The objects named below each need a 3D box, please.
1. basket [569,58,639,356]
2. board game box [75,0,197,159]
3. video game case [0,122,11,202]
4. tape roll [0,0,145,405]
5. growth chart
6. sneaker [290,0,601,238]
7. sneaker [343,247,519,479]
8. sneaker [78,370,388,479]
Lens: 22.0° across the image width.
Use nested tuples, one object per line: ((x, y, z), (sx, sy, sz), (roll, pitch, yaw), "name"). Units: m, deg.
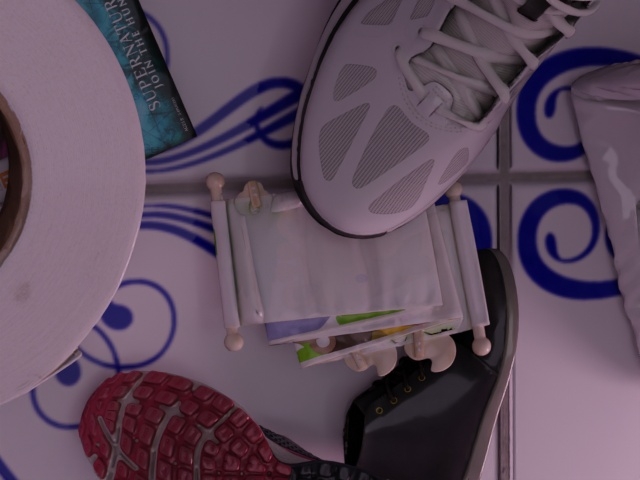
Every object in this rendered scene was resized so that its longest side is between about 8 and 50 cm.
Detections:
((0.427, -0.026, 1.389), (0.266, 0.331, 0.328), (-21, 101, -20), "basket")
((-0.194, -0.144, 1.340), (0.126, 0.026, 0.186), (-26, 102, -14), "board game box")
((-0.357, -0.107, 1.286), (0.210, 0.042, 0.232), (-24, 101, -14), "video game case")
((-0.323, -0.047, 1.236), (0.392, 0.072, 0.392), (-5, 103, -20), "tape roll")
((0.024, 0.027, 1.372), (0.237, 0.021, 0.172), (-1, 85, -8), "growth chart")
((0.127, -0.184, 1.236), (0.169, 0.257, 0.447), (34, 96, -8), "sneaker")
((0.095, 0.110, 1.420), (0.118, 0.083, 0.222), (10, 93, -17), "sneaker")
((-0.065, 0.210, 1.375), (0.299, 0.112, 0.121), (28, 77, -4), "sneaker")
